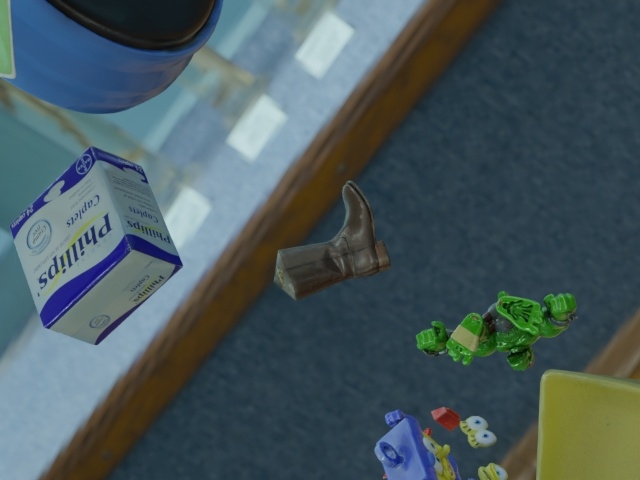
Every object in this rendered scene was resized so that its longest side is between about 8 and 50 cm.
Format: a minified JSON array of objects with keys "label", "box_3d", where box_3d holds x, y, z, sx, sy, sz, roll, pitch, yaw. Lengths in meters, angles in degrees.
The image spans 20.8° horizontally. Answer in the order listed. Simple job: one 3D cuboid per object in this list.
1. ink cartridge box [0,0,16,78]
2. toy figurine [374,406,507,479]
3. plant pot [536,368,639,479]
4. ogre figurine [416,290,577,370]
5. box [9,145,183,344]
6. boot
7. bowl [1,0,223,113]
[{"label":"ink cartridge box","box_3d":[-0.258,-0.228,1.073,0.056,0.171,0.235,-57,-26,-53]},{"label":"toy figurine","box_3d":[0.133,0.357,2.364,0.191,0.217,0.362,-35,43,19]},{"label":"plant pot","box_3d":[0.351,0.238,1.696,0.187,0.212,0.212,-9,75,58]},{"label":"ogre figurine","box_3d":[0.231,0.107,2.141,0.197,0.118,0.097,-37,68,17]},{"label":"box","box_3d":[-0.215,0.005,1.653,0.126,0.072,0.137,-42,52,20]},{"label":"boot","box_3d":[0.000,0.000,1.719,0.037,0.114,0.106,99,151,-62]},{"label":"bowl","box_3d":[-0.223,-0.290,1.406,0.077,0.391,0.391,-29,37,29]}]
